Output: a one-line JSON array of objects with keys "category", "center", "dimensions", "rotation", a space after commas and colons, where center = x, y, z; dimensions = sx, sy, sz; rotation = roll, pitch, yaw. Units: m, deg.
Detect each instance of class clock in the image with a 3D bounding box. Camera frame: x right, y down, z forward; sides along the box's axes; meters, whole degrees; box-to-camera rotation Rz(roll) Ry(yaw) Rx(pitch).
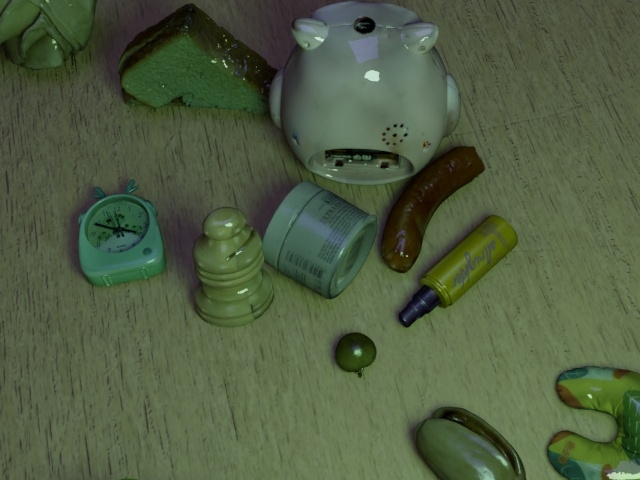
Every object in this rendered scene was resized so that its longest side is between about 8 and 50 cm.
[{"category": "clock", "center": [-0.384, -0.021, 1.872], "dimensions": [0.159, 0.066, 0.211], "rotation": [-9, 61, -3]}, {"category": "clock", "center": [0.081, -0.269, 1.817], "dimensions": [0.368, 0.377, 0.250], "rotation": [3, 66, 4]}]

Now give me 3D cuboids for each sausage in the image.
[{"category": "sausage", "center": [0.202, -0.068, 1.866], "dimensions": [0.103, 0.076, 0.302], "rotation": [32, 67, 18]}]

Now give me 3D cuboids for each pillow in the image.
[{"category": "pillow", "center": [0.497, 0.326, 1.644], "dimensions": [0.214, 0.086, 0.233], "rotation": [8, 64, 19]}]

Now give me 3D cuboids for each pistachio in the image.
[{"category": "pistachio", "center": [0.249, 0.365, 1.612], "dimensions": [0.206, 0.131, 0.129], "rotation": [40, 25, 26]}]

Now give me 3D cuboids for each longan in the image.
[{"category": "longan", "center": [0.064, 0.206, 1.735], "dimensions": [0.075, 0.075, 0.083], "rotation": [-18, 103, -8]}]

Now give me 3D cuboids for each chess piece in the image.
[{"category": "chess piece", "center": [-0.164, 0.037, 1.693], "dimensions": [0.139, 0.307, 0.124], "rotation": [16, 63, 10]}]

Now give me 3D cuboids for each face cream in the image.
[{"category": "face cream", "center": [0.000, 0.000, 1.781], "dimensions": [0.153, 0.177, 0.177], "rotation": [29, 66, 15]}, {"category": "face cream", "center": [0.246, 0.063, 1.792], "dimensions": [0.273, 0.078, 0.078], "rotation": [-40, 67, -18]}]

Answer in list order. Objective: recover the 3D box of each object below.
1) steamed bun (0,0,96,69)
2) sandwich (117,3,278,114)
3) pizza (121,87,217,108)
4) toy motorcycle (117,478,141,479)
[{"category": "steamed bun", "center": [-0.620, -0.473, 2.030], "dimensions": [0.289, 0.276, 0.203], "rotation": [10, 71, -20]}, {"category": "sandwich", "center": [-0.246, -0.334, 1.972], "dimensions": [0.254, 0.288, 0.099], "rotation": [-27, 45, 37]}, {"category": "pizza", "center": [-0.287, -0.343, 2.061], "dimensions": [0.262, 0.034, 0.181], "rotation": [11, 62, 7]}, {"category": "toy motorcycle", "center": [-0.209, 0.489, 1.534], "dimensions": [0.326, 0.191, 0.200], "rotation": [5, 64, -11]}]
